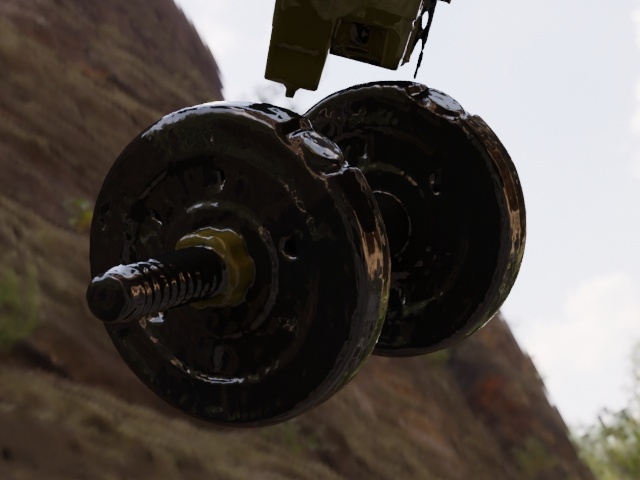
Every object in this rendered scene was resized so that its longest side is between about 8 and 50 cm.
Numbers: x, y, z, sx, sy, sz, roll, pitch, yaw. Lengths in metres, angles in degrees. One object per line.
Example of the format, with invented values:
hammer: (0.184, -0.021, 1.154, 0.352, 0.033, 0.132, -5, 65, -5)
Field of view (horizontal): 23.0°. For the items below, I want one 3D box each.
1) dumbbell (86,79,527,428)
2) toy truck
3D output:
dumbbell: (0.000, 0.000, 0.741, 0.143, 0.143, 0.325, -41, -13, 29)
toy truck: (0.025, -0.155, 0.907, 0.127, 0.257, 0.127, 14, -75, 1)
